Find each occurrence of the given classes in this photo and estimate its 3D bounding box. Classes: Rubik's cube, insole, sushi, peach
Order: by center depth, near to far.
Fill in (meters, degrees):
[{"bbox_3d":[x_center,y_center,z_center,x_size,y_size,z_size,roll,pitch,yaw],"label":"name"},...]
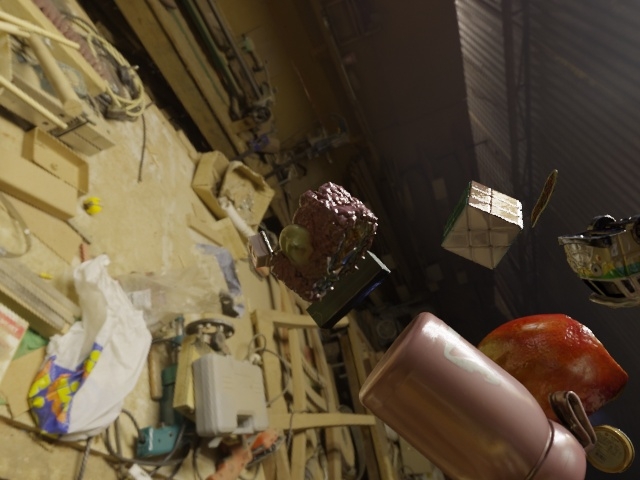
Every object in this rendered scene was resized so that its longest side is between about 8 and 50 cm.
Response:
[{"bbox_3d":[0.507,-0.091,1.020,0.193,0.006,0.065,75,26,-61],"label":"insole"},{"bbox_3d":[0.000,0.000,1.039,0.171,0.270,0.237,42,30,20],"label":"sushi"},{"bbox_3d":[0.582,0.347,1.204,0.242,0.380,0.306,57,29,0],"label":"peach"},{"bbox_3d":[0.634,-0.061,1.763,0.224,0.222,0.231,-58,172,-53],"label":"Rubik's cube"}]

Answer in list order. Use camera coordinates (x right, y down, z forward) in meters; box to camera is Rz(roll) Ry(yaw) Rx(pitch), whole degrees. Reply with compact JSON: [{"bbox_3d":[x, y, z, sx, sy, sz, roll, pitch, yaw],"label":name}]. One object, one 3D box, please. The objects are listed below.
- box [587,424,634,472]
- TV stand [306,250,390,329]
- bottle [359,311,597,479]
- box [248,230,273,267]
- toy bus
[{"bbox_3d":[0.687,0.498,1.072,0.037,0.105,0.105,16,47,-40],"label":"box"},{"bbox_3d":[0.086,0.159,1.392,0.082,0.269,0.088,50,11,25],"label":"TV stand"},{"bbox_3d":[0.228,0.243,0.647,0.297,0.206,0.173,38,-18,13],"label":"bottle"},{"bbox_3d":[-0.221,0.037,1.631,0.089,0.062,0.122,107,-37,-51],"label":"box"},{"bbox_3d":[0.658,0.022,0.881,0.143,0.306,0.178,-147,-138,-87],"label":"toy bus"}]
